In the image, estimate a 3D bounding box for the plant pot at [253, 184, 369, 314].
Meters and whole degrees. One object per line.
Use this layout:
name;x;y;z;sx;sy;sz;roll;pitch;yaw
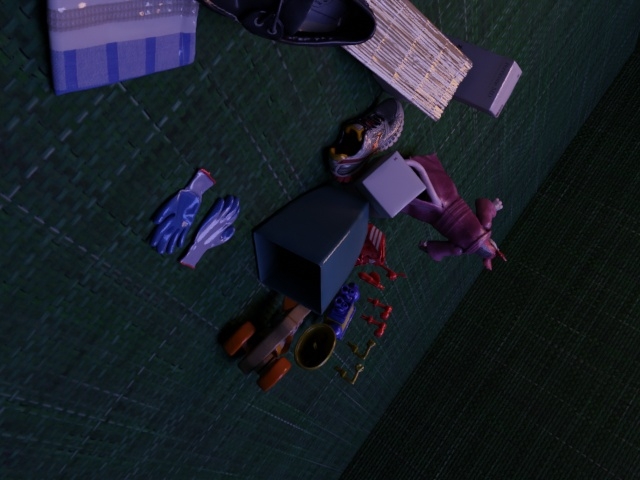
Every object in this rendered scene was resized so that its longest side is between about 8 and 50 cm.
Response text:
plant pot;0.000;0.000;1.273;0.234;0.166;0.165;-46;152;-34

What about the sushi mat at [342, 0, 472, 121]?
sushi mat;0.170;-0.373;1.161;0.317;0.019;0.151;27;96;-36

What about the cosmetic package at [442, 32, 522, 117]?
cosmetic package;0.311;-0.376;1.317;0.086;0.231;0.117;6;112;-61

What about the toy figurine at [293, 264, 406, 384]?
toy figurine;0.066;0.226;1.583;0.217;0.191;0.362;102;13;-62

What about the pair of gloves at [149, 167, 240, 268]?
pair of gloves;-0.210;-0.030;1.030;0.159;0.023;0.198;-55;153;-6

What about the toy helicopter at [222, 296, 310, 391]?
toy helicopter;-0.053;0.174;1.374;0.355;0.140;0.235;-45;175;-1

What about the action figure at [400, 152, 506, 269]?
action figure;0.340;-0.077;1.523;0.248;0.370;0.276;-47;170;2

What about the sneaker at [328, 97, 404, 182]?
sneaker;0.102;-0.228;1.279;0.225;0.088;0.092;-51;151;-15

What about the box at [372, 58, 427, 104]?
box;0.185;-0.355;1.271;0.087;0.101;0.102;-60;152;3

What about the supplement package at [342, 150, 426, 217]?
supplement package;0.138;-0.121;1.323;0.105;0.105;0.179;-41;-171;-7

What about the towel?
towel;-0.212;-0.308;0.674;0.209;0.034;0.284;-31;152;-42

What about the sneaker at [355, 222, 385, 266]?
sneaker;0.080;0.047;1.485;0.221;0.128;0.087;-53;153;-11

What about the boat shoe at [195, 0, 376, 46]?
boat shoe;-0.041;-0.316;0.774;0.340;0.113;0.127;-3;136;-55
